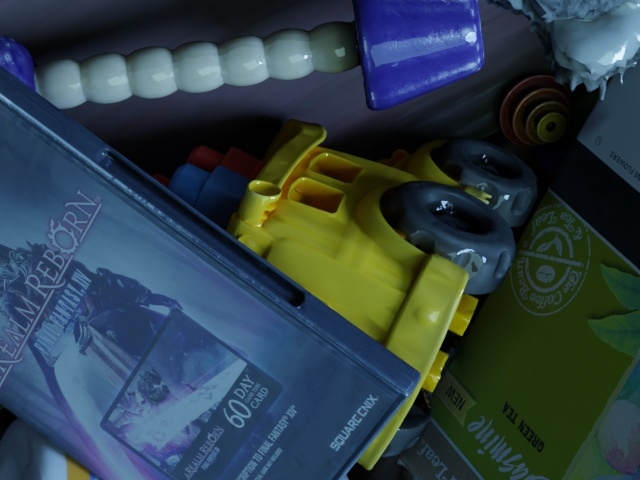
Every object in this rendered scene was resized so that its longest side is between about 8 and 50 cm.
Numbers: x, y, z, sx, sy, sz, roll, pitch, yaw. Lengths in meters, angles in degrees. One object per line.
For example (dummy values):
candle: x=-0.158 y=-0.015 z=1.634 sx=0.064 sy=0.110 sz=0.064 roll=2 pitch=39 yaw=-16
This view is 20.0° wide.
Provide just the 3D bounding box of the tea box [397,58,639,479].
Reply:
tea box: x=0.286 y=0.091 z=1.129 sx=0.329 sy=0.220 sz=0.324 roll=14 pitch=111 yaw=-37

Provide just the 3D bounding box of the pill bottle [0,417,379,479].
pill bottle: x=-0.067 y=0.196 z=1.139 sx=0.272 sy=0.152 sz=0.152 roll=9 pitch=114 yaw=-24

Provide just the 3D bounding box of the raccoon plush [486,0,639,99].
raccoon plush: x=0.273 y=-0.230 z=1.005 sx=0.446 sy=0.216 sz=0.299 roll=5 pitch=123 yaw=-22

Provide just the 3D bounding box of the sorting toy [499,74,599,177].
sorting toy: x=0.159 y=-0.067 z=1.138 sx=0.102 sy=0.042 sz=0.061 roll=10 pitch=113 yaw=-24

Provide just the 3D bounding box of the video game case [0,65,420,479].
video game case: x=-0.104 y=0.054 z=0.988 sx=0.274 sy=0.026 sz=0.196 roll=36 pitch=130 yaw=1

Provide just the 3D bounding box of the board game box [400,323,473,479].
board game box: x=0.113 y=0.129 z=1.237 sx=0.103 sy=0.026 sz=0.154 roll=-1 pitch=118 yaw=-18

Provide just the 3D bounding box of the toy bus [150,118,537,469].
toy bus: x=0.000 y=0.000 z=1.057 sx=0.211 sy=0.220 sz=0.149 roll=26 pitch=117 yaw=5

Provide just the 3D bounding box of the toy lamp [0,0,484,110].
toy lamp: x=-0.049 y=-0.098 z=0.990 sx=0.274 sy=0.080 sz=0.080 roll=-9 pitch=121 yaw=1
